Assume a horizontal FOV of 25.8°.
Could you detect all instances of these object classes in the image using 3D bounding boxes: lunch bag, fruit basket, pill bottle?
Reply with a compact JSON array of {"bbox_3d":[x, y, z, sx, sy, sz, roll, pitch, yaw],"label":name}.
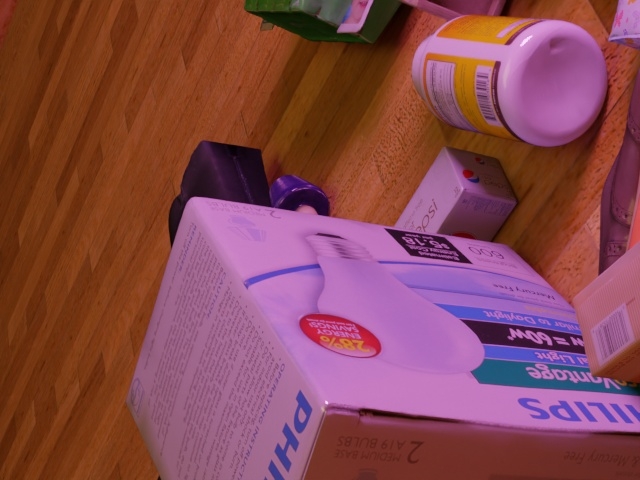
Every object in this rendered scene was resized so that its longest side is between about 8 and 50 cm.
[{"bbox_3d":[0.295,-0.201,1.207,0.083,0.053,0.071,-167,90,-74],"label":"lunch bag"},{"bbox_3d":[0.030,-0.422,1.701,0.327,0.165,0.353,21,97,64],"label":"fruit basket"},{"bbox_3d":[0.174,-0.160,1.360,0.215,0.117,0.117,24,103,63],"label":"pill bottle"}]

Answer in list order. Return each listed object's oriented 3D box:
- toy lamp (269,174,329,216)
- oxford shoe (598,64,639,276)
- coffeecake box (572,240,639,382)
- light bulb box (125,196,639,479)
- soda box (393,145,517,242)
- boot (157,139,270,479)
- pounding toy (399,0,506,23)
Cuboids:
[{"bbox_3d":[0.000,0.000,1.701,0.080,0.080,0.275,-69,27,22],"label":"toy lamp"},{"bbox_3d":[0.282,-0.088,1.115,0.132,0.130,0.364,-162,84,-72],"label":"oxford shoe"},{"bbox_3d":[0.295,0.046,0.964,0.142,0.185,0.068,-50,39,46],"label":"coffeecake box"},{"bbox_3d":[0.064,0.155,1.198,0.361,0.357,0.225,50,127,56],"label":"light bulb box"},{"bbox_3d":[0.118,0.008,1.469,0.216,0.069,0.074,-59,32,34],"label":"soda box"},{"bbox_3d":[-0.150,0.131,1.869,0.367,0.146,0.445,-52,40,28],"label":"boot"},{"bbox_3d":[0.141,-0.280,1.476,0.100,0.141,0.130,35,107,51],"label":"pounding toy"}]
